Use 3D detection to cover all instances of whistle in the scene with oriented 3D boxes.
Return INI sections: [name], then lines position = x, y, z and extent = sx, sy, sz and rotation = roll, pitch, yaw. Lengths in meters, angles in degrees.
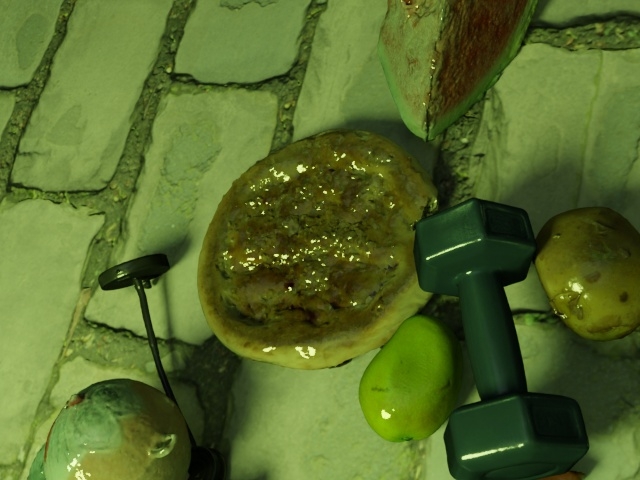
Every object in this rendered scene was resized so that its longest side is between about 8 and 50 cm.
[whistle]
position = -0.299, 0.276, 0.994
extent = 0.347, 0.189, 0.189
rotation = -24, 56, 39

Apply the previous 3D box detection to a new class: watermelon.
[watermelon]
position = 0.192, -0.310, 1.098
extent = 0.310, 0.231, 0.193
rotation = -47, 39, 11

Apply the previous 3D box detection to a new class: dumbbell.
[dumbbell]
position = 0.197, 0.112, 0.893
extent = 0.143, 0.156, 0.316
rotation = -6, 60, 0

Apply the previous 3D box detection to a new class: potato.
[potato]
position = 0.330, 0.032, 0.935
extent = 0.137, 0.137, 0.176
rotation = -24, 58, 9

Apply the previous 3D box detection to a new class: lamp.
[lamp]
position = -0.237, 0.179, 1.091
extent = 0.130, 0.108, 0.371
rotation = -23, 61, 15

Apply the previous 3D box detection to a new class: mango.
[mango]
position = 0.118, 0.174, 0.968
extent = 0.117, 0.089, 0.163
rotation = 32, 80, 29

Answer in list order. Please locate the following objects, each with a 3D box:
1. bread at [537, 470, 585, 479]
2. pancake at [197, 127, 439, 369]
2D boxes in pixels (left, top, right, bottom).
[bread]
position = 0.247, 0.287, 0.893
extent = 0.109, 0.043, 0.062
rotation = -42, 60, -1
[pancake]
position = 0.000, 0.001, 1.106
extent = 0.382, 0.071, 0.382
rotation = -9, 64, 18
